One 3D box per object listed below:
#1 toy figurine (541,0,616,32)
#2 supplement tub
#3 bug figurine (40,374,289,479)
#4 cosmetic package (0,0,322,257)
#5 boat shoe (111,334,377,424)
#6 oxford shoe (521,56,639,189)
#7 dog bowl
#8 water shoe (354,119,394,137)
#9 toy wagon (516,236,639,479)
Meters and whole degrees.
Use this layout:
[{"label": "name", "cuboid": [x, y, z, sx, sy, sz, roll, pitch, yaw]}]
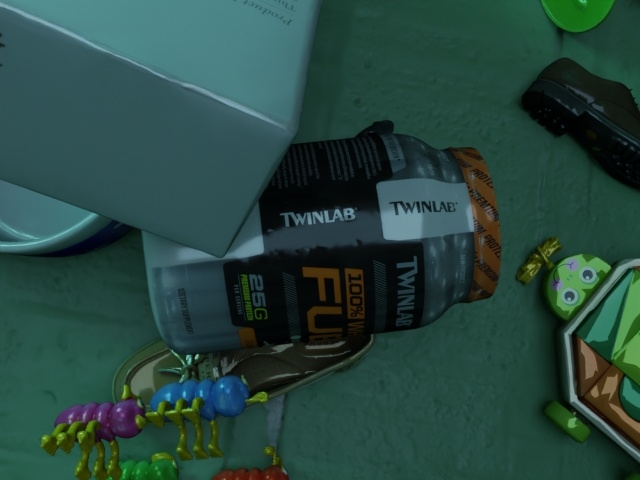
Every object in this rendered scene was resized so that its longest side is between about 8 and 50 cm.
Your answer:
[{"label": "toy figurine", "cuboid": [0.363, -0.353, 0.936, 0.159, 0.130, 0.173, -18, 60, -24]}, {"label": "supplement tub", "cuboid": [0.000, 0.000, 0.726, 0.316, 0.193, 0.193, -7, 83, -2]}, {"label": "bug figurine", "cuboid": [-0.137, 0.204, 0.723, 0.216, 0.279, 0.072, -5, 49, 6]}, {"label": "cosmetic package", "cuboid": [-0.121, -0.232, 0.654, 0.230, 0.161, 0.453, 21, 47, -13]}, {"label": "boat shoe", "cuboid": [-0.082, 0.126, 0.793, 0.285, 0.089, 0.104, -16, 85, -10]}, {"label": "oxford shoe", "cuboid": [0.363, -0.142, 0.903, 0.227, 0.083, 0.096, 39, 74, -2]}, {"label": "dog bowl", "cuboid": [-0.285, -0.115, 0.761, 0.265, 0.104, 0.264, -1, 85, 6]}, {"label": "water shoe", "cuboid": [0.120, -0.056, 0.859, 0.203, 0.073, 0.080, 44, 75, -1]}, {"label": "toy wagon", "cuboid": [0.374, 0.127, 0.845, 0.344, 0.068, 0.267, 41, 88, 7]}]
